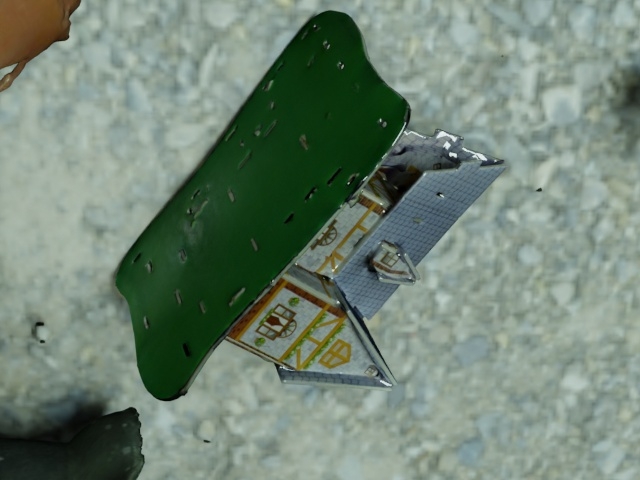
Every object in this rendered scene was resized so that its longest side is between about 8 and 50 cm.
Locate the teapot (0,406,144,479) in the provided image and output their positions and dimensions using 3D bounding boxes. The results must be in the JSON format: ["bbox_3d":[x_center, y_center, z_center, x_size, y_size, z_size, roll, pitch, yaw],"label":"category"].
[{"bbox_3d":[-0.190,0.188,0.542,0.285,0.223,0.305,7,109,-15],"label":"teapot"}]

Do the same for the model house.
[{"bbox_3d":[0.000,0.000,0.540,0.088,0.117,0.167,29,107,-33],"label":"model house"}]

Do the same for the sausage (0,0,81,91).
[{"bbox_3d":[-0.225,-0.031,0.450,0.326,0.087,0.079,-41,142,-29],"label":"sausage"}]
